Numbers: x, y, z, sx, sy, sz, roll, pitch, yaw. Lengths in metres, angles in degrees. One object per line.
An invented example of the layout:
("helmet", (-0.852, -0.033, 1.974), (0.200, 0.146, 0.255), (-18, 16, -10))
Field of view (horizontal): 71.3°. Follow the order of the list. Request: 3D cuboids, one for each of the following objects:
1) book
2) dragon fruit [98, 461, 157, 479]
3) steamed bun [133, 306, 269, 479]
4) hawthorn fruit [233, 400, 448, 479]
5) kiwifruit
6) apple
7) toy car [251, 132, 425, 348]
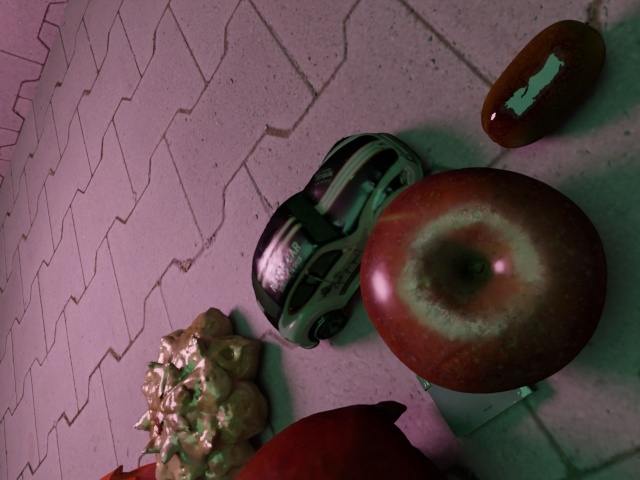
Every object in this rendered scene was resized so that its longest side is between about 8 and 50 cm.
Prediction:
("book", (0.145, 0.128, 0.481), (0.103, 0.017, 0.135), (-48, 55, 26))
("dragon fruit", (-0.332, 0.530, 0.762), (0.291, 0.189, 0.290), (-7, 80, 43))
("steamed bun", (-0.213, 0.257, 0.728), (0.295, 0.137, 0.292), (-51, 50, 29))
("hawthorn fruit", (0.012, 0.318, 0.401), (0.295, 0.295, 0.311), (-1, 87, 44))
("kiwifruit", (0.208, -0.145, 0.422), (0.075, 0.075, 0.124), (53, 123, 35))
("apple", (0.138, 0.033, 0.405), (0.201, 0.162, 0.201), (-4, 79, 22))
("toy car", (0.000, 0.000, 0.566), (0.136, 0.125, 0.305), (50, 119, 37))
